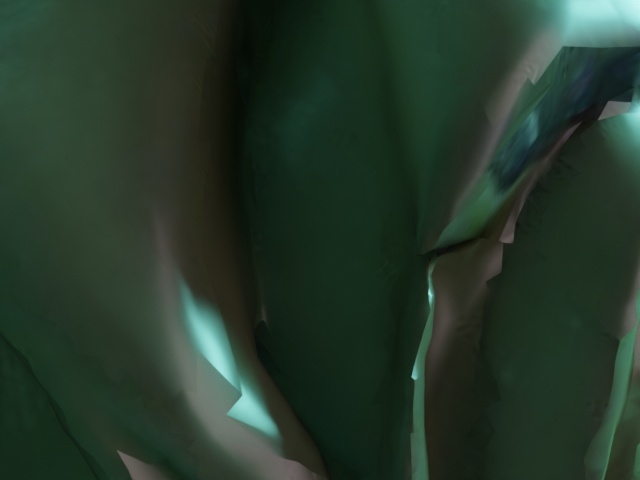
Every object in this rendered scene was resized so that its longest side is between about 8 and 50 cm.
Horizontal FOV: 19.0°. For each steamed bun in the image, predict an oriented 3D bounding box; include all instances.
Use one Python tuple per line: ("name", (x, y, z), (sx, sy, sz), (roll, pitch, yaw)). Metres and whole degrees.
("steamed bun", (0.000, 0.000, 0.549), (0.368, 0.255, 0.342), (-44, 136, -29))
